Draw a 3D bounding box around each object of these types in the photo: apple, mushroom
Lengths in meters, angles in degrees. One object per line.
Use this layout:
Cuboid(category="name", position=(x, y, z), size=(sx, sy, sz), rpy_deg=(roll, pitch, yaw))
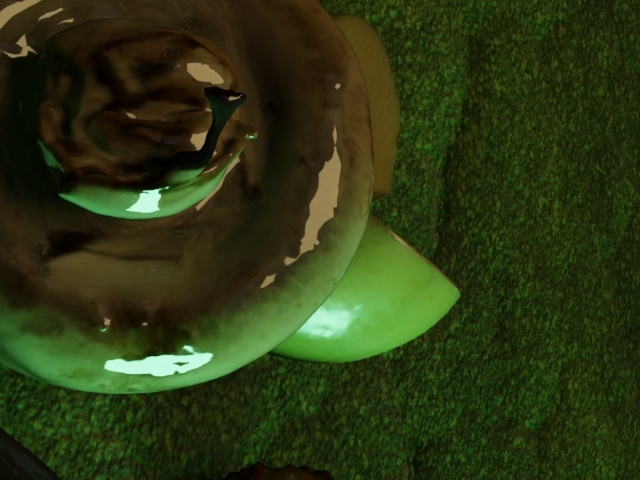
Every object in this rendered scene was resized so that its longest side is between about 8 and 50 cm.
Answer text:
Cuboid(category="apple", position=(-0.025, -0.031, 1.610), size=(0.258, 0.233, 0.295), rpy_deg=(41, 30, -78))
Cuboid(category="mushroom", position=(-0.135, -0.073, 1.339), size=(0.294, 0.362, 0.362), rpy_deg=(135, -44, -76))

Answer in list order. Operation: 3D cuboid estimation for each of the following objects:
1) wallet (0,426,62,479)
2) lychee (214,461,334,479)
Cuboid(category="wallet", position=(-0.295, 0.261, 1.237), size=(0.323, 0.041, 0.247), rpy_deg=(-54, 127, -18))
Cuboid(category="lychee", position=(-0.041, 0.286, 1.600), size=(0.188, 0.188, 0.188), rpy_deg=(13, 74, -55))
